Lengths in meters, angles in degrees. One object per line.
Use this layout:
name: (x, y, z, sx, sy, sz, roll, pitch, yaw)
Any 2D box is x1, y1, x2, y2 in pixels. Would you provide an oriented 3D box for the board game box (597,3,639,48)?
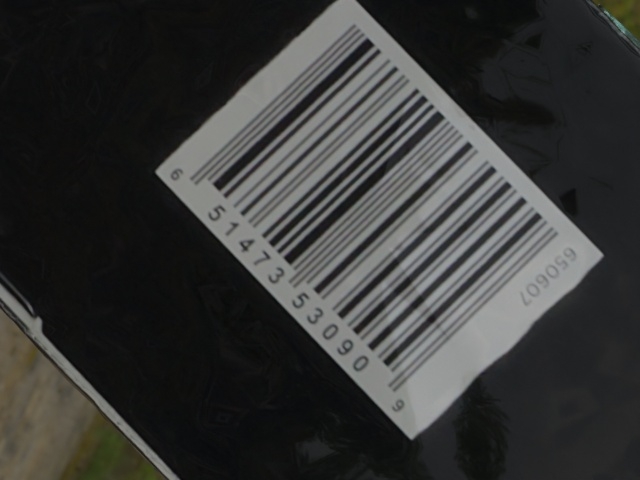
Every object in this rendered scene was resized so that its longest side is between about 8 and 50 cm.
board game box: (0.324, -0.208, 1.836, 0.026, 0.126, 0.186, -52, -169, -16)

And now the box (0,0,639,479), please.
box: (0.012, 0.002, 0.901, 0.297, 0.480, 0.472, -44, 178, -4)
